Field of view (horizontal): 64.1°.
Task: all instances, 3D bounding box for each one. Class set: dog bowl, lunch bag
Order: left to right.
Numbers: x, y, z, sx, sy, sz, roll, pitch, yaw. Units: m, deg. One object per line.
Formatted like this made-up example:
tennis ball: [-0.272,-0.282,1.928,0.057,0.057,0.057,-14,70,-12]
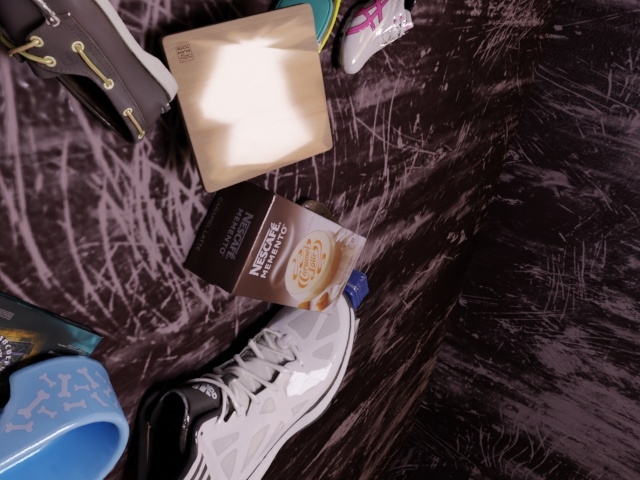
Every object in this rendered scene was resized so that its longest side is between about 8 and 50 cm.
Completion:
dog bowl: [-0.310,0.221,0.455,0.297,0.074,0.165,-25,141,-44]
lunch bag: [0.060,0.105,1.111,0.065,0.067,0.098,-54,151,-23]

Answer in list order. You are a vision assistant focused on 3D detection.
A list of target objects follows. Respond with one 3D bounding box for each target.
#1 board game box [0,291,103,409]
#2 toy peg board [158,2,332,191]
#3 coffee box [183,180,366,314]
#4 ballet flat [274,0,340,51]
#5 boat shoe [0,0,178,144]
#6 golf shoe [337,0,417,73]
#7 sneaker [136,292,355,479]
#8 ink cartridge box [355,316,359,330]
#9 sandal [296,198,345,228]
board game box: [-0.304,0.115,0.473,0.126,0.026,0.186,-58,154,-14]
toy peg board: [-0.085,-0.161,0.566,0.161,0.079,0.160,-24,122,-22]
coffee box: [-0.053,0.017,0.740,0.247,0.098,0.141,22,92,-55]
ballet flat: [-0.004,-0.303,0.626,0.077,0.077,0.230,-23,132,-75]
boat shoe: [-0.191,-0.150,0.388,0.068,0.081,0.228,-65,157,-9]
golf shoe: [0.092,-0.327,0.767,0.186,0.086,0.067,-60,156,-8]
sneaker: [-0.103,0.230,0.794,0.447,0.169,0.257,-55,155,-15]
ink cartridge box: [0.000,0.230,1.115,0.209,0.062,0.108,-15,125,-58]
sandal: [0.000,0.000,0.925,0.090,0.060,0.219,-56,138,-13]
